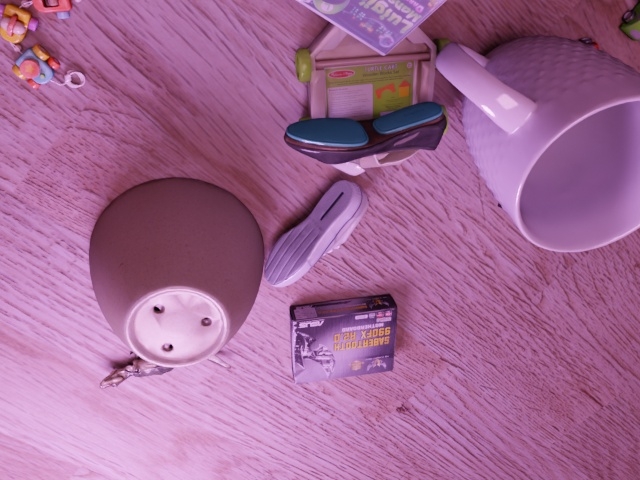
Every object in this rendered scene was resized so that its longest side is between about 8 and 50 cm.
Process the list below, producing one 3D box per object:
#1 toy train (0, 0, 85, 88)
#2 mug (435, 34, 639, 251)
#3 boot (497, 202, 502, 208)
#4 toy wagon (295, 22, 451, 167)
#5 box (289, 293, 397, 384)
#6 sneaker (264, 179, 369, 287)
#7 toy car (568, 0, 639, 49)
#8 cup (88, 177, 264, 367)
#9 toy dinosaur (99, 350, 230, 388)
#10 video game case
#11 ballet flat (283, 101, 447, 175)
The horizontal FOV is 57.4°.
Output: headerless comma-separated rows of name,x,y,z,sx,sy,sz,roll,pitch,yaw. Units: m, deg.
toy train,-0.422,-0.309,0.890,0.125,0.046,0.166,-5,120,-10
mug,0.341,-0.202,0.939,0.374,0.328,0.276,21,122,-28
boot,0.452,-0.133,1.181,0.198,0.077,0.136,-12,117,-21
toy wagon,0.091,-0.292,1.004,0.268,0.068,0.344,-7,120,-9
box,0.049,0.219,1.292,0.231,0.056,0.182,-5,120,-10
sneaker,0.000,0.000,1.131,0.258,0.094,0.091,-45,144,15
toy car,0.565,-0.361,1.078,0.239,0.053,0.224,25,111,-24
cup,-0.252,0.084,1.043,0.332,0.237,0.330,-6,120,-10
toy dinosaur,-0.328,0.245,1.221,0.269,0.064,0.118,-7,135,-10
video game case,0.077,-0.367,0.843,0.191,0.022,0.173,22,147,-29
ballet flat,0.080,-0.161,0.984,0.281,0.095,0.096,-9,132,-8
